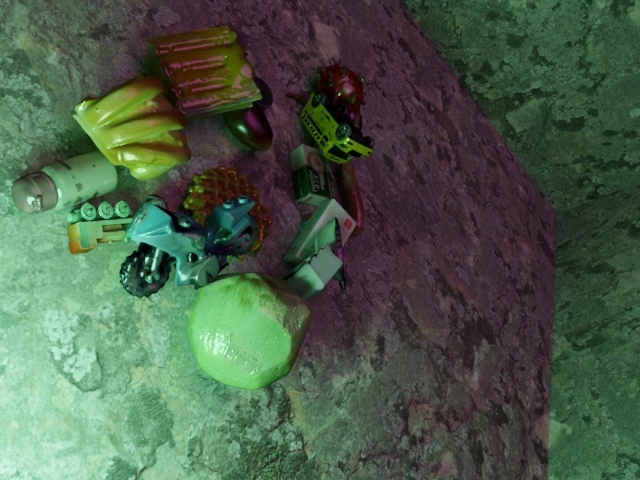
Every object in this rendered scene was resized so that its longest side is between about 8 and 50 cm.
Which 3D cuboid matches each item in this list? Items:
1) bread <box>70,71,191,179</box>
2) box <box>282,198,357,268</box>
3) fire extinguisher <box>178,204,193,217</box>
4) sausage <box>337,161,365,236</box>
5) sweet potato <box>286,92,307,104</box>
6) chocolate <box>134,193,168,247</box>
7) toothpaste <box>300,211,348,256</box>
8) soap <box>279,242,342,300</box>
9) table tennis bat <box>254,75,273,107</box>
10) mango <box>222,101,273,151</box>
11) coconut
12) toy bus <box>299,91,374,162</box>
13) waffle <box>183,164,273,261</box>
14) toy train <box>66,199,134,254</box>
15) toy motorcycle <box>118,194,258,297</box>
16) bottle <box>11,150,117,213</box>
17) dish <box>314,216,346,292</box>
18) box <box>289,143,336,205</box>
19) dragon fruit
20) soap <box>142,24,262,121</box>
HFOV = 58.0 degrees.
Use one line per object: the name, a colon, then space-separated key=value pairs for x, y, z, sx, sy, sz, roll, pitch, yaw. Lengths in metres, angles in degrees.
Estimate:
bread: x=-0.443 y=-0.292 z=1.461 sx=0.270 sy=0.211 sz=0.315 roll=51 pitch=9 yaw=-10
box: x=0.000 y=0.000 z=1.912 sx=0.135 sy=0.079 sz=0.269 roll=45 pitch=59 yaw=-22
fire extinguisher: x=-0.371 y=-0.070 z=1.637 sx=0.083 sy=0.022 sz=0.028 roll=45 pitch=5 yaw=-21
sausage: x=0.118 y=-0.161 z=2.179 sx=0.078 sy=0.078 sz=0.304 roll=6 pitch=66 yaw=-46
sweet potato: x=-0.086 y=-0.542 z=2.191 sx=0.115 sy=0.026 sz=0.026 roll=16 pitch=60 yaw=-39
chocolate: x=-0.440 y=-0.046 z=1.508 sx=0.072 sy=0.072 sz=0.167 roll=29 pitch=51 yaw=-35
toothpaste: x=0.010 y=-0.005 z=1.999 sx=0.193 sy=0.044 sz=0.070 roll=47 pitch=58 yaw=-20
soap: x=-0.064 y=0.125 z=1.692 sx=0.094 sy=0.261 sz=0.150 roll=51 pitch=42 yaw=-1
table tennis bat: x=-0.235 y=-0.512 z=2.008 sx=0.201 sy=0.033 sz=0.124 roll=-31 pitch=93 yaw=-55
mango: x=-0.252 y=-0.404 z=1.872 sx=0.133 sy=0.111 sz=0.267 roll=-37 pitch=92 yaw=-29
coconut: x=-0.182 y=0.213 z=1.503 sx=0.328 sy=0.281 sz=0.328 roll=5 pitch=52 yaw=-6
toy bus: x=0.055 y=-0.393 z=2.082 sx=0.145 sy=0.151 sz=0.331 roll=18 pitch=31 yaw=-41
waffle: x=-0.265 y=-0.082 z=1.708 sx=0.329 sy=0.062 sz=0.329 roll=33 pitch=46 yaw=-42
toy train: x=-0.532 y=-0.034 z=1.409 sx=0.176 sy=0.074 sz=0.118 roll=-8 pitch=86 yaw=-54
toy motorcycle: x=-0.317 y=-0.015 z=1.446 sx=0.416 sy=0.172 sz=0.232 roll=-24 pitch=127 yaw=-40
bottle: x=-0.599 y=-0.131 z=1.349 sx=0.233 sy=0.110 sz=0.110 roll=-34 pitch=97 yaw=-49
dish: x=0.027 y=0.045 z=1.803 sx=0.224 sy=0.078 sz=0.246 roll=-84 pitch=166 yaw=-63
box: x=-0.028 y=-0.229 z=2.050 sx=0.135 sy=0.081 sz=0.199 roll=9 pitch=62 yaw=-45
dragon fruit: x=0.072 y=-0.558 z=2.275 sx=0.200 sy=0.198 sz=0.269 roll=-2 pitch=92 yaw=-15
soap: x=-0.350 y=-0.492 z=1.726 sx=0.281 sy=0.143 sz=0.259 roll=-20 pitch=81 yaw=-33
